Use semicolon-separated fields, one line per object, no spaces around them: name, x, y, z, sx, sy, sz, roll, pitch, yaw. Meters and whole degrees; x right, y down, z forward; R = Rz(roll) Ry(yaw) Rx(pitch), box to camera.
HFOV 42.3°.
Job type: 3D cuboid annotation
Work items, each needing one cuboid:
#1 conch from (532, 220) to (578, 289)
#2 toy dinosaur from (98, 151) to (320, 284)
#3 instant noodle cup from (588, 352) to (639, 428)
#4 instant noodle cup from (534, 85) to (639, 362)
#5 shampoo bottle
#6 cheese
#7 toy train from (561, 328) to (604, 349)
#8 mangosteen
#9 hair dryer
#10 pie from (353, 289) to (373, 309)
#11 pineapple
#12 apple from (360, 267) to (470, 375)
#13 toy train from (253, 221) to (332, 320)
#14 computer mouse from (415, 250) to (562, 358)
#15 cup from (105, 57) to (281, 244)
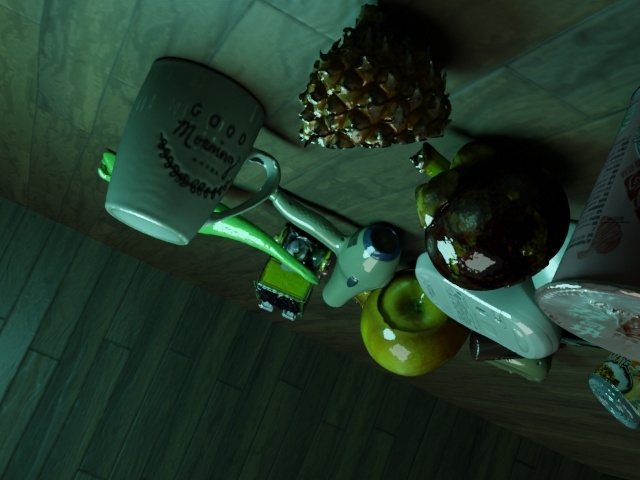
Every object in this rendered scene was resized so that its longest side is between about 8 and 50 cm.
conch;0.403;0.054;1.222;0.221;0.121;0.185;30;136;-11
toy dinosaur;-0.259;-0.036;1.766;0.500;0.144;0.374;40;165;-13
instant noodle cup;0.585;0.267;1.538;0.208;0.126;0.177;53;176;-25
instant noodle cup;0.351;-0.009;0.767;0.243;0.231;0.243;22;167;5
shampoo bottle;0.424;0.209;1.693;0.237;0.067;0.068;-2;-156;-7
cheese;0.443;0.255;1.940;0.203;0.091;0.175;21;167;12
toy train;0.453;0.144;1.500;0.089;0.086;0.409;24;168;-37
mangosteen;0.204;-0.043;1.048;0.217;0.192;0.192;54;167;5
hair dryer;0.016;0.030;1.662;0.298;0.119;0.295;26;147;17
pie;0.145;0.162;1.989;0.273;0.069;0.273;49;173;8
pineapple;0.052;-0.175;0.857;0.162;0.136;0.176;3;-162;28
apple;0.195;0.164;1.687;0.237;0.236;0.207;19;167;14
toy train;-0.058;0.071;1.848;0.134;0.177;0.261;22;165;3
computer mouse;0.309;0.093;1.479;0.297;0.121;0.184;30;163;45
cup;-0.182;-0.108;1.251;0.258;0.234;0.186;28;166;-30
